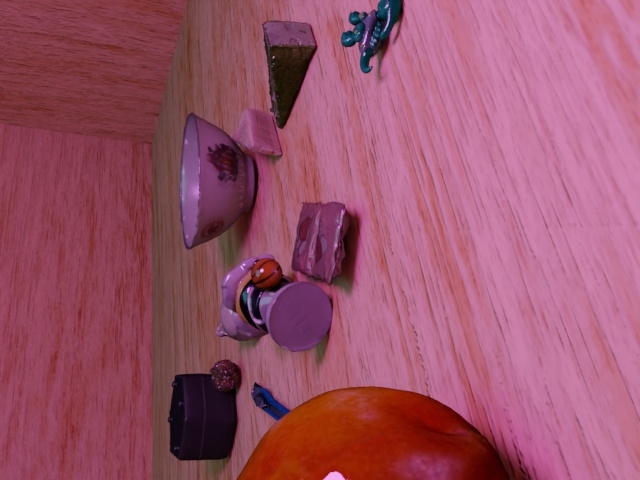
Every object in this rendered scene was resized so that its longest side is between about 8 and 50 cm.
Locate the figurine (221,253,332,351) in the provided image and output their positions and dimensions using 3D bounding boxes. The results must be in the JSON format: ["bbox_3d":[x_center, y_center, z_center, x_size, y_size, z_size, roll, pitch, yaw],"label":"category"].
[{"bbox_3d":[-0.093,0.104,1.122,0.236,0.133,0.176,11,127,62],"label":"figurine"}]

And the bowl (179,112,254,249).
[{"bbox_3d":[-0.254,-0.145,1.543,0.337,0.157,0.337,180,90,-71],"label":"bowl"}]

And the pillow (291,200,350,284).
[{"bbox_3d":[0.000,0.000,1.070,0.248,0.049,0.135,-171,87,-71],"label":"pillow"}]

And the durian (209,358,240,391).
[{"bbox_3d":[-0.231,0.329,1.510,0.091,0.080,0.080,151,121,-70],"label":"durian"}]

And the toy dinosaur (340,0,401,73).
[{"bbox_3d":[0.081,-0.316,0.939,0.096,0.059,0.132,8,85,62],"label":"toy dinosaur"}]

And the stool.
[{"bbox_3d":[-0.308,0.448,1.581,0.232,0.141,0.232,-176,90,-67],"label":"stool"}]

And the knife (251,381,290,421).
[{"bbox_3d":[-0.096,0.335,1.253,0.296,0.026,0.044,-2,72,68],"label":"knife"}]

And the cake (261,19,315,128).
[{"bbox_3d":[-0.064,-0.349,1.315,0.235,0.099,0.100,90,168,-53],"label":"cake"}]

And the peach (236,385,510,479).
[{"bbox_3d":[0.049,0.300,0.604,0.332,0.308,0.308,-59,31,21],"label":"peach"}]

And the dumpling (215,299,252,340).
[{"bbox_3d":[-0.182,0.156,1.427,0.176,0.092,0.150,116,164,-50],"label":"dumpling"}]

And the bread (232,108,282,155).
[{"bbox_3d":[-0.148,-0.219,1.422,0.152,0.077,0.105,-102,32,-42],"label":"bread"}]
